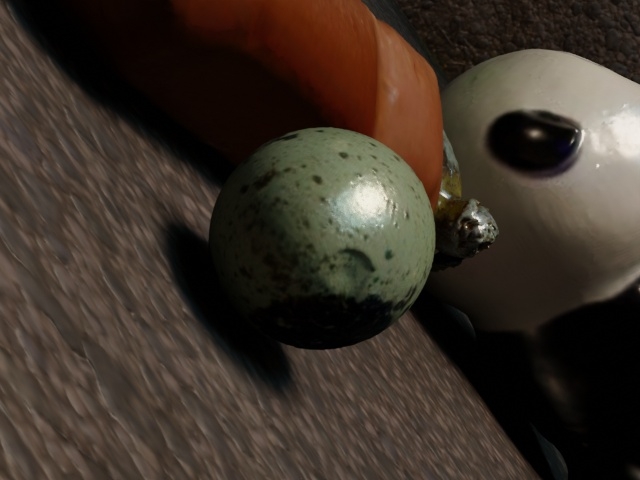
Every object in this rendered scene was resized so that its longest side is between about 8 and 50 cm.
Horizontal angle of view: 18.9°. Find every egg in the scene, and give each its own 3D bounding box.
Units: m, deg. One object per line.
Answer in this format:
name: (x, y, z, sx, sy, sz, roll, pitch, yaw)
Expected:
egg: (0.000, 0.000, 0.727, 0.085, 0.085, 0.110, 55, 13, -1)

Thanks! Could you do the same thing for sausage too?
sausage: (-0.022, -0.081, 0.877, 0.348, 0.094, 0.097, 36, 51, -63)

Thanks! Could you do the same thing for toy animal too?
toy animal: (0.163, -0.002, 1.215, 0.266, 0.213, 0.212, 59, 7, -20)

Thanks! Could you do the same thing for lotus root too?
lotus root: (0.031, -0.046, 1.070, 0.165, 0.088, 0.088, 53, 8, 17)
